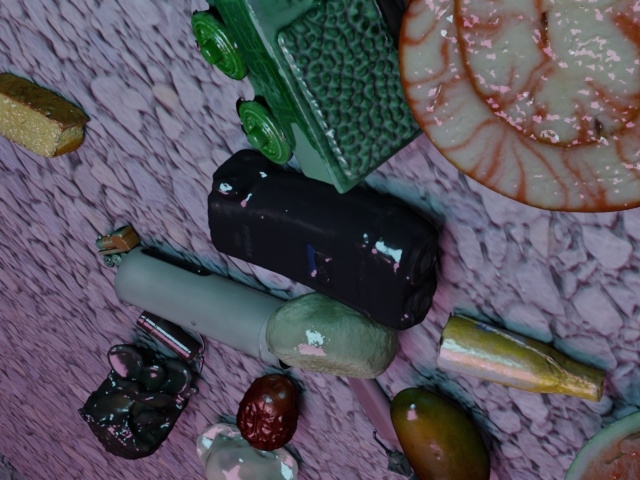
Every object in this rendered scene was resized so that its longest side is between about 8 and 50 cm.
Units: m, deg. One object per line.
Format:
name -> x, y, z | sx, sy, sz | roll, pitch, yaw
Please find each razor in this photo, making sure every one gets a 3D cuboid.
razor -> 0.001, -0.003, 1.073 | 0.327, 0.107, 0.189 | 21, 139, 22

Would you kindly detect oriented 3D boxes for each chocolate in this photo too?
chocolate -> 0.268, 0.163, 1.066 | 0.219, 0.085, 0.086 | 15, 137, 21

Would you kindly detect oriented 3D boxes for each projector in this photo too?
projector -> -0.185, 0.109, 1.334 | 0.337, 0.108, 0.108 | 19, 138, 22

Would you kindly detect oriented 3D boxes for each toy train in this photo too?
toy train -> -0.021, -0.188, 0.844 | 0.202, 0.145, 0.266 | 21, 145, 56
toy train -> -0.364, 0.011, 1.427 | 0.103, 0.044, 0.064 | -9, 119, 40

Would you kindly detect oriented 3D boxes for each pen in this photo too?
pen -> 0.104, 0.294, 1.354 | 0.053, 0.032, 0.197 | -8, 121, 41

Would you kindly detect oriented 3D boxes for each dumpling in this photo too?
dumpling -> -0.154, 0.470, 1.656 | 0.250, 0.162, 0.132 | 34, 179, 22

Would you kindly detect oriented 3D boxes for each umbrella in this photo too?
umbrella -> 0.165, 0.436, 1.442 | 0.269, 0.044, 0.044 | 54, 169, -18

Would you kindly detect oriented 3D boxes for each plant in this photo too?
plant -> -0.381, 0.339, 1.651 | 0.199, 0.188, 0.276 | 33, 142, 5

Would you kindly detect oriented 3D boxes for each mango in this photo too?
mango -> 0.193, 0.325, 1.249 | 0.133, 0.111, 0.267 | 13, 139, 51

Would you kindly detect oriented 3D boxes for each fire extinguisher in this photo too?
fire extinguisher -> -0.278, 0.185, 1.536 | 0.157, 0.045, 0.078 | 37, 120, 3

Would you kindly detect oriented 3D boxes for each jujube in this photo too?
jujube -> -0.096, 0.319, 1.475 | 0.112, 0.109, 0.176 | 4, 139, -12

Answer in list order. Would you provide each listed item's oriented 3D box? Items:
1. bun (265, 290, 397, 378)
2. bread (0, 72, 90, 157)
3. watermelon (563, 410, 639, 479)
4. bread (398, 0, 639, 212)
bun -> 0.016, 0.133, 1.170 | 0.195, 0.118, 0.195 | 9, 167, 2
bread -> -0.459, -0.198, 1.279 | 0.187, 0.065, 0.103 | 27, 135, 11
watermelon -> 0.502, 0.304, 0.938 | 0.292, 0.319, 0.222 | 1, 106, -13
bread -> 0.237, -0.168, 0.718 | 0.327, 0.114, 0.295 | -21, 114, 47
